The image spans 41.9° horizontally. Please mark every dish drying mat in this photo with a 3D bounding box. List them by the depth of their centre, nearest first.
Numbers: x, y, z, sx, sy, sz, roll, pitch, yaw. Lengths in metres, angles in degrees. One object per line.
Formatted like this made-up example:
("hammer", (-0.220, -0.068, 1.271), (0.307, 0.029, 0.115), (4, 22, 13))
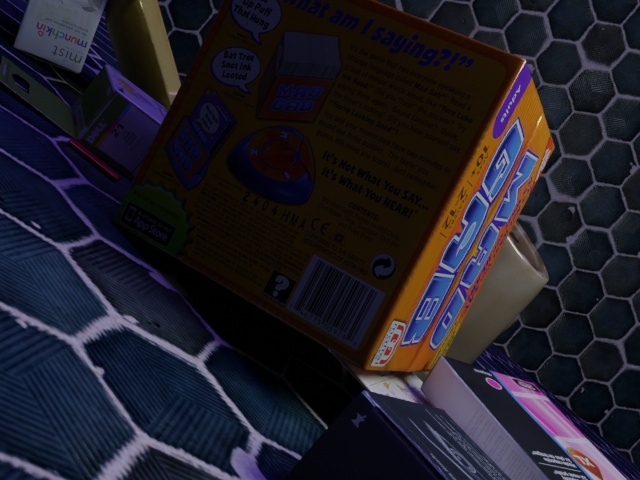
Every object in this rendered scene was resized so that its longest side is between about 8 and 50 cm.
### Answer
("dish drying mat", (-0.309, -0.110, 1.145), (0.083, 0.008, 0.032), (39, 6, -7))

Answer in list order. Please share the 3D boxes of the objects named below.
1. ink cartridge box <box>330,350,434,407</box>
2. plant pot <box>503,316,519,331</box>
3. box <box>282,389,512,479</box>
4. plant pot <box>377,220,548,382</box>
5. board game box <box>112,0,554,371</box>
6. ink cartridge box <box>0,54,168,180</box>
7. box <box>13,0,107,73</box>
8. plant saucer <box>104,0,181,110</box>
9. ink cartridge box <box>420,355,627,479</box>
("ink cartridge box", (0.122, 0.239, 1.028), (0.261, 0.066, 0.296), (42, 6, 16))
("plant pot", (0.329, 0.168, 2.107), (0.284, 0.191, 0.284), (40, 6, -5))
("box", (0.090, 0.228, 0.732), (0.153, 0.108, 0.207), (45, 8, 32))
("plant pot", (0.201, 0.064, 1.359), (0.323, 0.280, 0.323), (46, 20, -23))
("board game box", (0.041, -0.076, 1.061), (0.356, 0.356, 0.356), (28, 2, 22))
("ink cartridge box", (-0.339, -0.210, 1.245), (0.255, 0.097, 0.189), (38, 7, -28))
("box", (-0.453, -0.450, 1.526), (0.126, 0.231, 0.262), (20, 15, -22))
("plant saucer", (-0.336, -0.354, 1.606), (0.333, 0.081, 0.333), (-106, -176, -56))
("ink cartridge box", (0.273, 0.274, 0.964), (0.175, 0.069, 0.371), (20, 19, -30))
